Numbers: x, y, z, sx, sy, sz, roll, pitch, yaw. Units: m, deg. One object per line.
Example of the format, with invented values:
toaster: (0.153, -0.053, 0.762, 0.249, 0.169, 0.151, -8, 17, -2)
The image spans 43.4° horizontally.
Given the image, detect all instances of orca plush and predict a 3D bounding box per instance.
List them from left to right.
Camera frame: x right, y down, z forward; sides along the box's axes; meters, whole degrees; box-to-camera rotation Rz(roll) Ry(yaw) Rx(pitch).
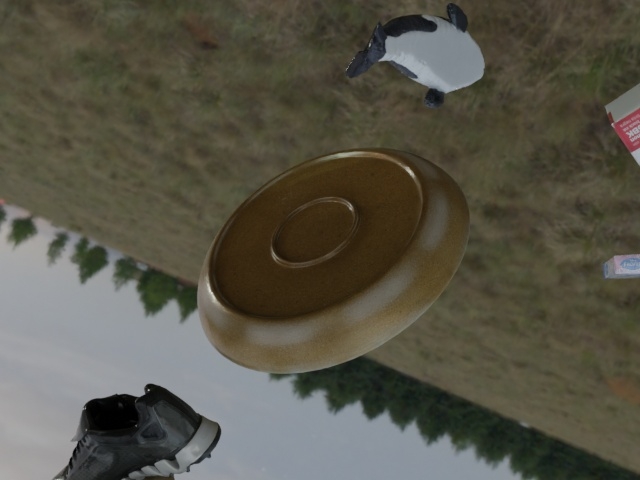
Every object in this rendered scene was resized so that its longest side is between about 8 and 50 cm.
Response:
orca plush: (0.129, -0.273, 1.198, 0.102, 0.151, 0.287, 20, -149, 39)

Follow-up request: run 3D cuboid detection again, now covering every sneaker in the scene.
sneaker: (-0.217, 0.208, 0.818, 0.106, 0.234, 0.078, 52, -154, -18)

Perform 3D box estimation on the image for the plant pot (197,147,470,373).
plant pot: (0.000, 0.000, 0.642, 0.236, 0.236, 0.032, 16, 147, 44)

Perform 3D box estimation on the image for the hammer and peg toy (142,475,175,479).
hammer and peg toy: (-0.213, 0.322, 0.782, 0.266, 0.127, 0.361, -17, -165, -29)

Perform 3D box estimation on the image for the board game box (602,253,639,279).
board game box: (0.332, 0.026, 0.796, 0.090, 0.020, 0.090, -3, 172, 13)

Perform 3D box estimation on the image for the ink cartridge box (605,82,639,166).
ink cartridge box: (0.323, -0.076, 0.733, 0.135, 0.056, 0.099, 53, -156, -6)
